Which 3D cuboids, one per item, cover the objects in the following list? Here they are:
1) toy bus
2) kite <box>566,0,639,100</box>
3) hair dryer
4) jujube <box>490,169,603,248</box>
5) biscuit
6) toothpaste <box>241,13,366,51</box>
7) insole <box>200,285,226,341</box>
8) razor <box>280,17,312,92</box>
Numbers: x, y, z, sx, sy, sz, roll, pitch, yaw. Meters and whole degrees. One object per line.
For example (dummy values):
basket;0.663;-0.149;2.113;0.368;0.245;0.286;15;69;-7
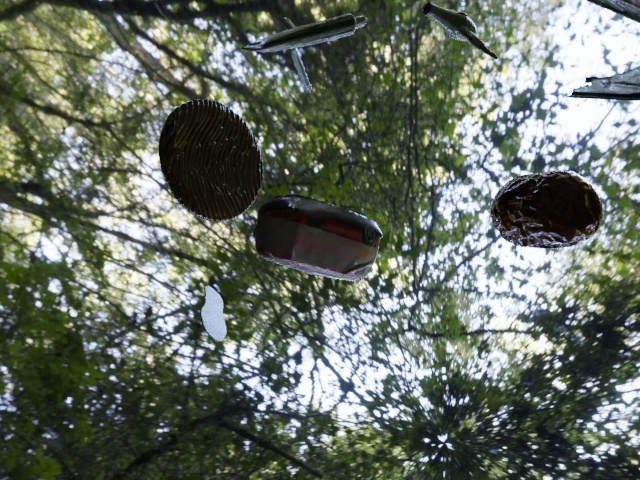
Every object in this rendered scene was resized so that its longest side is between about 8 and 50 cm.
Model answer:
toy bus;0.000;0.000;1.379;0.128;0.303;0.147;5;-100;44
kite;0.391;-0.174;0.590;0.369;0.406;0.014;13;-96;-19
hair dryer;0.325;-0.500;1.530;0.067;0.167;0.199;-57;-153;29
jujube;0.483;-0.066;1.389;0.174;0.250;0.174;2;-94;-22
biscuit;-0.269;-0.203;1.628;0.040;0.318;0.317;-9;-112;43
toothpaste;-0.017;-0.303;0.948;0.204;0.031;0.049;-22;-152;-24
insole;-0.202;0.137;1.211;0.006;0.193;0.065;-41;-68;8
razor;-0.050;-0.425;1.532;0.036;0.211;0.084;-31;-119;-9
